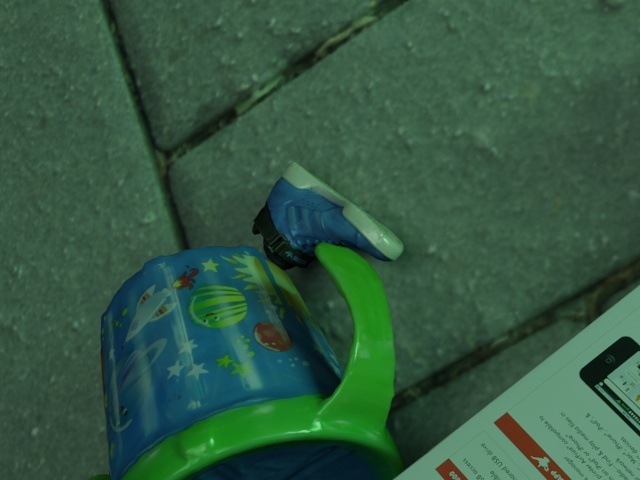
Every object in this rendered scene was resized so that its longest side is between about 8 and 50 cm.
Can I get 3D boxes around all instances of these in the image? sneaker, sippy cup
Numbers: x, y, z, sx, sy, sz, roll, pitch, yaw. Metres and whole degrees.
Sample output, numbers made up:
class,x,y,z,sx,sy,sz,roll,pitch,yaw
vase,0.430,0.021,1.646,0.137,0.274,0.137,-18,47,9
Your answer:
class,x,y,z,sx,sy,sz,roll,pitch,yaw
sneaker,0.001,0.000,1.219,0.152,0.058,0.084,37,93,39
sippy cup,-0.076,0.133,1.149,0.305,0.240,0.224,-22,53,1

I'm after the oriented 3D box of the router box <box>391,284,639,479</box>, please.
class,x,y,z,sx,sy,sz,roll,pitch,yaw
router box,0.252,0.202,0.912,0.301,0.082,0.335,-36,57,-9
